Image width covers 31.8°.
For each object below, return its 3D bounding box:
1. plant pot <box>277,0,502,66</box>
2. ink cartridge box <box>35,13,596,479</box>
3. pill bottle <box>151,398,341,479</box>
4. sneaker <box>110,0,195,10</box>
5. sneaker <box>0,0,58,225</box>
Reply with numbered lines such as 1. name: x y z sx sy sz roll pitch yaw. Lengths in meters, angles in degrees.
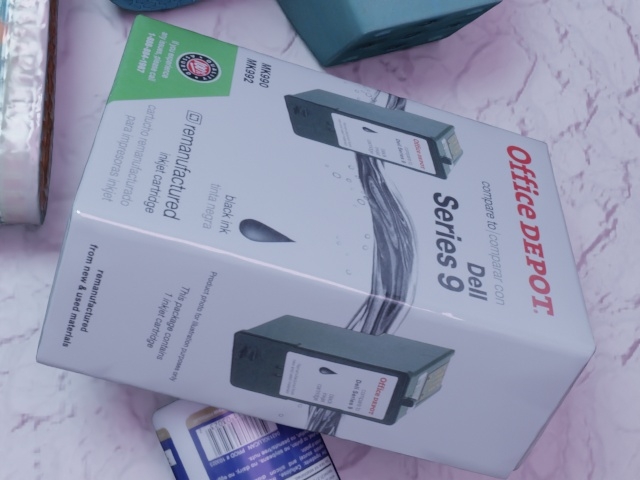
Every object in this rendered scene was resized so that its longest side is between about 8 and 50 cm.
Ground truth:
1. plant pot: 0.029 -0.252 0.775 0.165 0.165 0.234 -15 89 -17
2. ink cartridge box: 0.000 0.000 0.682 0.289 0.121 0.211 15 38 -11
3. pill bottle: -0.031 0.166 0.697 0.094 0.094 0.169 -22 84 -18
4. sneaker: -0.109 -0.304 0.676 0.127 0.319 0.208 -12 73 -21
5. sneaker: -0.230 -0.157 0.714 0.121 0.108 0.302 1 73 -10
